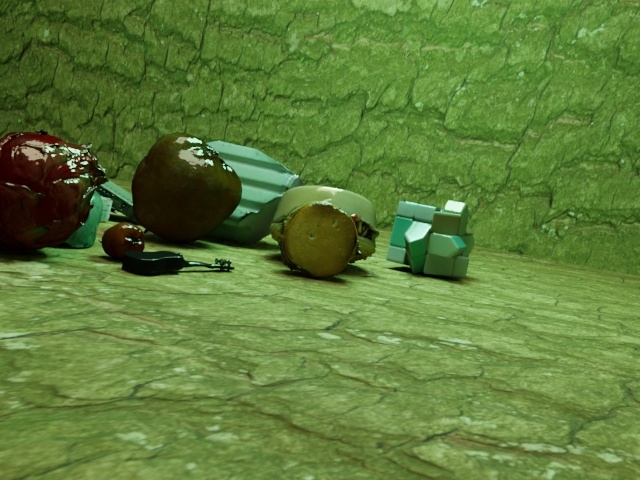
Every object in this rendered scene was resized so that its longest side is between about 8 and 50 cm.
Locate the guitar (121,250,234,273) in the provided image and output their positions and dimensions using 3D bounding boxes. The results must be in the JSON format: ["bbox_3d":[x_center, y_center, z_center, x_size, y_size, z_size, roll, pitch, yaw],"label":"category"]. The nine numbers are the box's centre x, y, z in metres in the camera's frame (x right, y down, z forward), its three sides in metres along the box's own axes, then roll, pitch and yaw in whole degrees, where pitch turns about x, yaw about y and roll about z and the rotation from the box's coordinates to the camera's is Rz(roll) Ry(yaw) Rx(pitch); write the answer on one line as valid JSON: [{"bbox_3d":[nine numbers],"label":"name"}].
[{"bbox_3d":[-0.281,0.045,1.513,0.084,0.038,0.271,16,10,41],"label":"guitar"}]

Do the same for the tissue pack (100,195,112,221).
[{"bbox_3d":[-0.632,-0.087,2.048,0.059,0.074,0.094,18,7,12],"label":"tissue pack"}]

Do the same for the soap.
[{"bbox_3d":[-0.263,-0.142,2.151,0.446,0.261,0.156,13,-31,28],"label":"soap"}]

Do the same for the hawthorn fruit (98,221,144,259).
[{"bbox_3d":[-0.418,0.002,1.534,0.093,0.081,0.081,-2,-1,35],"label":"hawthorn fruit"}]

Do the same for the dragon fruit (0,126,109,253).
[{"bbox_3d":[-0.567,-0.105,1.444,0.244,0.244,0.299,15,46,44],"label":"dragon fruit"}]

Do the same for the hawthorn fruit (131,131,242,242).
[{"bbox_3d":[-0.366,-0.118,1.917,0.268,0.301,0.268,40,8,-7],"label":"hawthorn fruit"}]

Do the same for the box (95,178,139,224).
[{"bbox_3d":[-0.620,-0.136,2.192,0.270,0.045,0.211,33,3,-9],"label":"box"}]

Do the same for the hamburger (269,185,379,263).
[{"bbox_3d":[0.009,-0.030,1.927,0.302,0.170,0.302,9,-14,2],"label":"hamburger"}]

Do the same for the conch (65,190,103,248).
[{"bbox_3d":[-0.584,-0.068,1.649,0.202,0.134,0.196,12,5,14],"label":"conch"}]

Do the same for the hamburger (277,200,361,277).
[{"bbox_3d":[-0.009,0.001,1.723,0.182,0.191,0.118,50,-2,0],"label":"hamburger"}]

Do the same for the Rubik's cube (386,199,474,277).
[{"bbox_3d":[0.326,-0.009,2.080,0.213,0.224,0.265,14,2,32],"label":"Rubik's cube"}]

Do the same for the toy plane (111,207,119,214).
[{"bbox_3d":[-0.681,-0.111,2.198,0.135,0.062,0.188,13,-3,11],"label":"toy plane"}]
